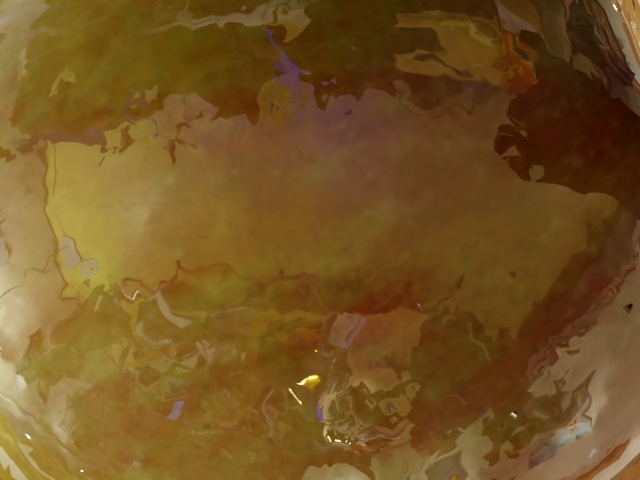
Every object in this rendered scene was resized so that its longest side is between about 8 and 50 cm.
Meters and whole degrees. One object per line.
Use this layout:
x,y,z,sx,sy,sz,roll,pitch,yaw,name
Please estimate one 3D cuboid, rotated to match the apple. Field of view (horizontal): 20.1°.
0.000,0.000,0.553,0.234,0.257,0.256,-20,-120,13,apple
